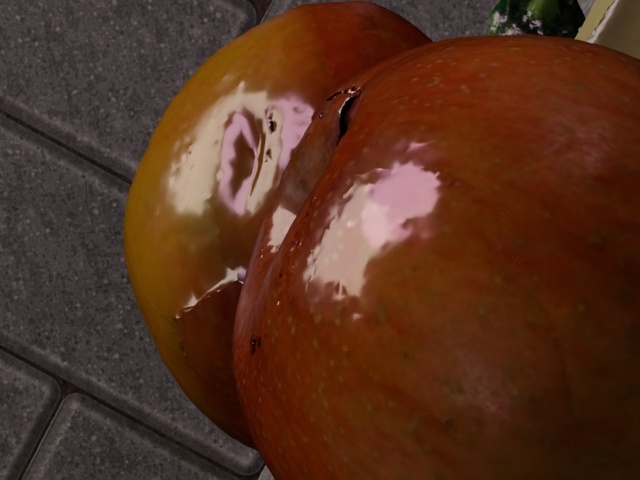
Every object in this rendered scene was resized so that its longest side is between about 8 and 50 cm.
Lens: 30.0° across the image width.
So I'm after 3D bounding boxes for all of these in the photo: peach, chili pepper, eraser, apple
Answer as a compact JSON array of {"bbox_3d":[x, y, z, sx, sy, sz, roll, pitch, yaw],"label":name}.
[{"bbox_3d":[0.002,0.001,0.890,0.372,0.290,0.372,-155,90,-86],"label":"peach"},{"bbox_3d":[0.212,-0.189,1.272,0.136,0.099,0.270,-52,-7,-20],"label":"chili pepper"},{"bbox_3d":[0.200,-0.122,0.823,0.172,0.058,0.117,-61,-1,10],"label":"eraser"},{"bbox_3d":[0.058,0.021,0.435,0.210,0.173,0.235,-62,1,-1],"label":"apple"}]
